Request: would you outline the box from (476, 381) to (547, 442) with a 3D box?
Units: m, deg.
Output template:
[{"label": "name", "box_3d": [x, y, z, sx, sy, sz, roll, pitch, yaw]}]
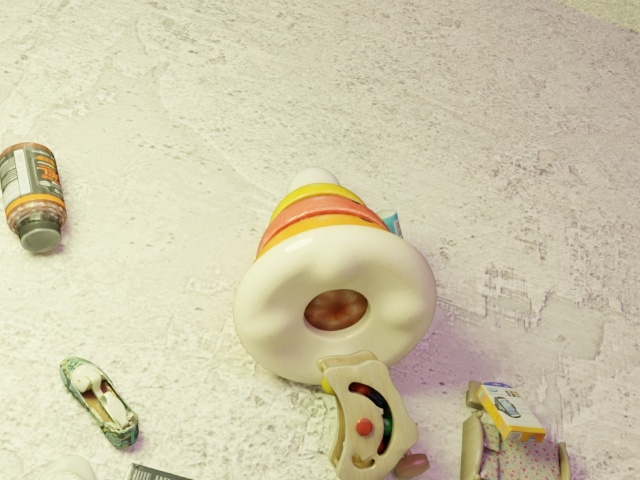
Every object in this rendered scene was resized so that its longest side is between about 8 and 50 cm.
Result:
[{"label": "box", "box_3d": [0.343, 0.310, 1.413, 0.081, 0.028, 0.136, 11, 25, -22]}]

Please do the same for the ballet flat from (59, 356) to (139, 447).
[{"label": "ballet flat", "box_3d": [-0.354, 0.249, 1.254, 0.188, 0.070, 0.070, 44, 51, 15]}]

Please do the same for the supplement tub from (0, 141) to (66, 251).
[{"label": "supplement tub", "box_3d": [-0.524, -0.077, 1.415, 0.106, 0.106, 0.197, -7, 57, -26]}]

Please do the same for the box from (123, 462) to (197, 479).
[{"label": "box", "box_3d": [-0.201, 0.423, 1.120, 0.207, 0.153, 0.108, 18, 48, -9]}]

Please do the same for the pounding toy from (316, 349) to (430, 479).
[{"label": "pounding toy", "box_3d": [0.068, 0.312, 1.332, 0.154, 0.155, 0.269, -28, 100, -7]}]

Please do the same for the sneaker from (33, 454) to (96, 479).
[{"label": "sneaker", "box_3d": [-0.332, 0.375, 1.053, 0.114, 0.152, 0.305, 44, 7, -17]}]

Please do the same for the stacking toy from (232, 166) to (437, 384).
[{"label": "stacking toy", "box_3d": [0.000, 0.000, 1.475, 0.351, 0.350, 0.479, 8, 36, -16]}]

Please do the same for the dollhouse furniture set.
[{"label": "dollhouse furniture set", "box_3d": [0.420, 0.415, 1.357, 0.304, 0.173, 0.355, 18, 50, -8]}]

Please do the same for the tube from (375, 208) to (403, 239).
[{"label": "tube", "box_3d": [0.151, 0.041, 1.559, 0.080, 0.052, 0.207, -27, 111, -32]}]
